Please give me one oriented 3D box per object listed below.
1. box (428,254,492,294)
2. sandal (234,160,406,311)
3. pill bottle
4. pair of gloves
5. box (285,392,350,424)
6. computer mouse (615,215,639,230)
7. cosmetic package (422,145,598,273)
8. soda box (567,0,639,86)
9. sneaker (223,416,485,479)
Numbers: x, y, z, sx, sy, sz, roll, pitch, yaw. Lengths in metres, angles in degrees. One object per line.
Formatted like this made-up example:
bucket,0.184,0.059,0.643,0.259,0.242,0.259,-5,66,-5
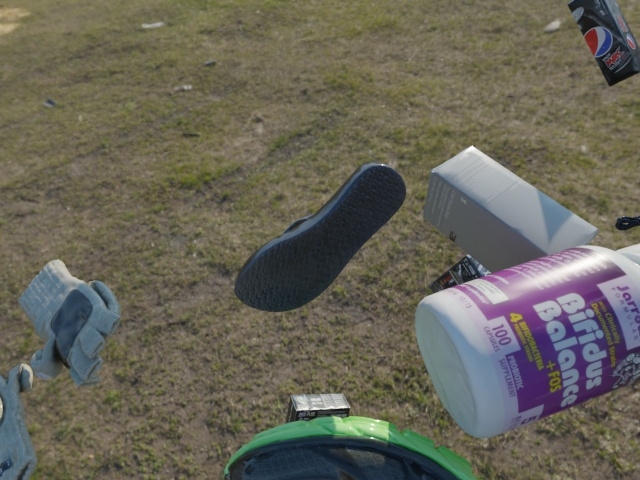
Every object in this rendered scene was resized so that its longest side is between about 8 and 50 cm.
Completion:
box,0.513,0.214,1.484,0.077,0.242,0.307,-22,70,-28
sandal,0.001,0.000,0.596,0.254,0.097,0.054,-38,25,2
pill bottle,0.282,0.103,0.549,0.302,0.169,0.169,-17,37,-8
pair of gloves,-0.319,0.148,0.521,0.204,0.042,0.240,17,73,38
box,-0.013,0.572,1.476,0.180,0.147,0.077,3,20,-19
computer mouse,0.758,0.004,1.034,0.106,0.042,0.193,-6,34,7
cosmetic package,0.287,-0.027,0.737,0.107,0.127,0.238,-32,57,-19
soda box,0.512,-0.367,0.825,0.060,0.168,0.053,-34,6,-36
sneaker,0.109,0.344,0.483,0.483,0.185,0.202,20,40,10
